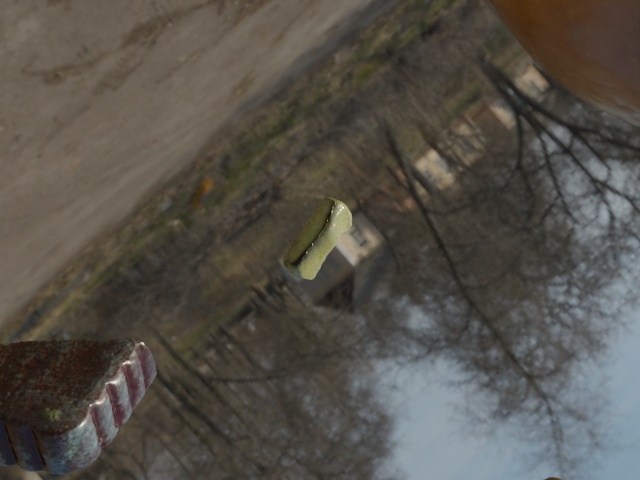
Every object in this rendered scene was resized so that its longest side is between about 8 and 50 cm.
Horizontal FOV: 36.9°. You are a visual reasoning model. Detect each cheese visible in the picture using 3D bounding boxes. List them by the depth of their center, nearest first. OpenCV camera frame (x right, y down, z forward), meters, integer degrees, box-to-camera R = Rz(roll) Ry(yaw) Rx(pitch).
[{"bbox_3d":[0.000,0.000,0.906,0.083,0.030,0.044,-55,143,-9],"label":"cheese"}]

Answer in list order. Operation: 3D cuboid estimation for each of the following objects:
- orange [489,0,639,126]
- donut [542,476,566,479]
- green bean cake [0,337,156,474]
[{"bbox_3d":[0.182,-0.174,0.407,0.261,0.261,0.261,-41,179,-1],"label":"orange"},{"bbox_3d":[0.275,0.372,1.040,0.114,0.226,0.226,-19,175,-9],"label":"donut"},{"bbox_3d":[-0.350,0.193,1.196,0.198,0.233,0.097,-63,154,-54],"label":"green bean cake"}]
